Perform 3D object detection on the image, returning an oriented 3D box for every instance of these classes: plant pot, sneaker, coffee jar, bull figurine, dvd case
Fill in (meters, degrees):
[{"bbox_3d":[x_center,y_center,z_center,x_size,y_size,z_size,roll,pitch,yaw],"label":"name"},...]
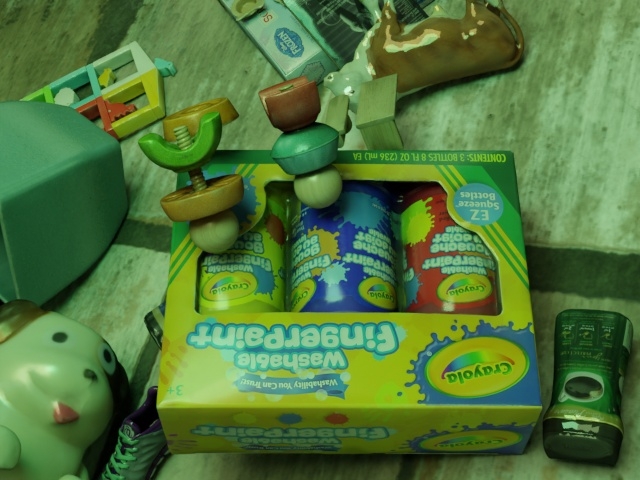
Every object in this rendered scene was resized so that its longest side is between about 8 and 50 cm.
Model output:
[{"bbox_3d":[-0.448,-0.081,1.715,0.252,0.248,0.247,-32,51,-32],"label":"plant pot"},{"bbox_3d":[-0.268,0.293,1.493,0.083,0.098,0.224,23,71,33],"label":"sneaker"},{"bbox_3d":[0.324,0.179,1.317,0.096,0.079,0.184,3,60,22],"label":"coffee jar"},{"bbox_3d":[0.150,-0.306,1.663,0.310,0.101,0.188,-12,87,3],"label":"bull figurine"},{"bbox_3d":[0.068,-0.354,1.729,0.164,0.018,0.221,-40,87,-3],"label":"dvd case"}]

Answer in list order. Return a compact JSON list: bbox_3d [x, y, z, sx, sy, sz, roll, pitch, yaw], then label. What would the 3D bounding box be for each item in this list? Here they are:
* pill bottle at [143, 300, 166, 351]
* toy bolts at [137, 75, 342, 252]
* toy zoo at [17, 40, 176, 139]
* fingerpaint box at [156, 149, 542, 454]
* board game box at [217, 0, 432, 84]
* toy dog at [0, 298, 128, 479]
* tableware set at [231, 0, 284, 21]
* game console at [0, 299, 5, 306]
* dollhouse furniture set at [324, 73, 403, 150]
[{"bbox_3d":[-0.129,0.097,1.538,0.219,0.123,0.123,-35,52,-6],"label":"pill bottle"},{"bbox_3d":[-0.086,-0.096,1.340,0.228,0.159,0.218,-19,15,1],"label":"toy bolts"},{"bbox_3d":[-0.390,-0.244,1.919,0.293,0.030,0.192,-26,50,3],"label":"toy zoo"},{"bbox_3d":[0.033,0.073,1.375,0.444,0.163,0.371,1,58,0],"label":"fingerpaint box"},{"bbox_3d":[0.005,-0.440,1.857,0.318,0.066,0.319,-35,53,-1],"label":"board game box"},{"bbox_3d":[-0.430,0.290,1.480,0.408,0.284,0.395,-53,17,-6],"label":"toy dog"},{"bbox_3d":[-0.107,-0.441,1.851,0.141,0.020,0.169,-32,52,3],"label":"tableware set"},{"bbox_3d":[-0.664,0.098,1.826,0.361,0.044,0.213,-34,52,1],"label":"game console"},{"bbox_3d":[0.066,-0.137,1.608,0.144,0.151,0.123,-13,34,16],"label":"dollhouse furniture set"}]
